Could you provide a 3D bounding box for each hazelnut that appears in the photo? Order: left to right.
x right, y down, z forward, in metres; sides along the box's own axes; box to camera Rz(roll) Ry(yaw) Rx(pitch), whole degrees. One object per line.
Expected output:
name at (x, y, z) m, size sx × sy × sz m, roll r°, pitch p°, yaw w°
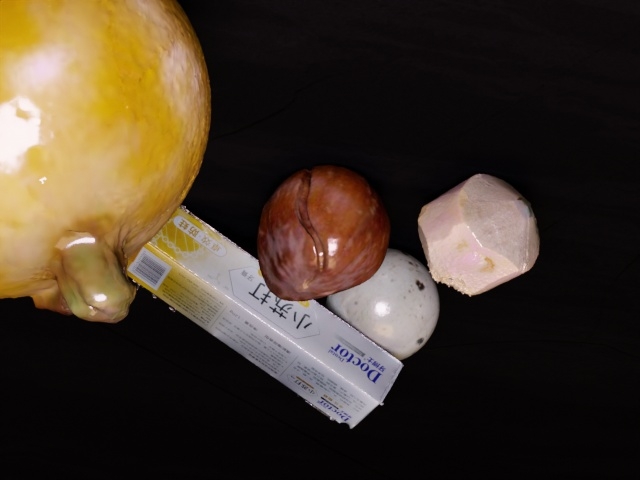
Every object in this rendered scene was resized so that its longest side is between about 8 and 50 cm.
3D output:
hazelnut at (0.000, 0.000, 1.587) m, size 0.143 × 0.143 × 0.154 m, roll 22°, pitch 144°, yaw -33°

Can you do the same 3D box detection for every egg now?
egg at (0.065, 0.076, 1.727) m, size 0.131 × 0.131 × 0.164 m, roll 7°, pitch 159°, yaw -12°

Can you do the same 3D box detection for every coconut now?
coconut at (0.171, -0.009, 1.597) m, size 0.116 × 0.116 × 0.122 m, roll 19°, pitch 145°, yaw -31°

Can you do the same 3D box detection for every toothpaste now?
toothpaste at (-0.064, 0.084, 1.658) m, size 0.313 × 0.071 × 0.089 m, roll 36°, pitch 142°, yaw -3°

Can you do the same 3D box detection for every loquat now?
loquat at (-0.239, -0.083, 1.231) m, size 0.328 × 0.359 × 0.328 m, roll -22°, pitch 154°, yaw -12°
